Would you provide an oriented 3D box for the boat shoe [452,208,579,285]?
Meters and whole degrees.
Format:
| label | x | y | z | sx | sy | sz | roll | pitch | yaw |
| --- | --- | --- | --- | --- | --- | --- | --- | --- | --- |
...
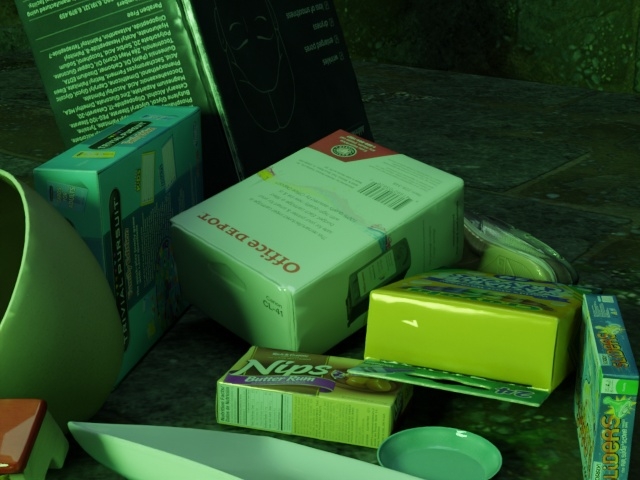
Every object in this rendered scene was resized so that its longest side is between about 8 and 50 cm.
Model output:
| label | x | y | z | sx | sy | sz | roll | pitch | yaw |
| --- | --- | --- | --- | --- | --- | --- | --- | --- | --- |
| boat shoe | 0.231 | 0.017 | 1.584 | 0.092 | 0.103 | 0.285 | -7 | 23 | -36 |

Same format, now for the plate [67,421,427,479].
| label | x | y | z | sx | sy | sz | roll | pitch | yaw |
| --- | --- | --- | --- | --- | --- | --- | --- | --- | --- |
| plate | -0.025 | 0.205 | 0.958 | 0.277 | 0.045 | 0.278 | 8 | -5 | 37 |

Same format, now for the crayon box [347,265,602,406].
| label | x | y | z | sx | sy | sz | roll | pitch | yaw |
| --- | --- | --- | --- | --- | --- | --- | --- | --- | --- |
| crayon box | 0.181 | 0.094 | 1.268 | 0.203 | 0.083 | 0.323 | 8 | 8 | 21 |

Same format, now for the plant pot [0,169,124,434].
| label | x | y | z | sx | sy | sz | roll | pitch | yaw |
| --- | --- | --- | --- | --- | --- | --- | --- | --- | --- |
| plant pot | -0.307 | 0.097 | 1.140 | 0.191 | 0.284 | 0.284 | 33 | -7 | -40 |

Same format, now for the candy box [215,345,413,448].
| label | x | y | z | sx | sy | sz | roll | pitch | yaw |
| --- | --- | --- | --- | --- | --- | --- | --- | --- | --- |
| candy box | -0.004 | 0.162 | 1.211 | 0.186 | 0.053 | 0.109 | 8 | 18 | 16 |

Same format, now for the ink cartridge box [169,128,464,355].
| label | x | y | z | sx | sy | sz | roll | pitch | yaw |
| --- | --- | --- | --- | --- | --- | --- | --- | --- | --- |
| ink cartridge box | 0.000 | 0.000 | 1.433 | 0.306 | 0.131 | 0.226 | -32 | 44 | -33 |

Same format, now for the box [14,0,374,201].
| label | x | y | z | sx | sy | sz | roll | pitch | yaw |
| --- | --- | --- | --- | --- | --- | --- | --- | --- | --- |
| box | -0.181 | -0.287 | 1.804 | 0.297 | 0.472 | 0.480 | -13 | 10 | 28 |

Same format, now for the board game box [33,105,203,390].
| label | x | y | z | sx | sy | sz | roll | pitch | yaw |
| --- | --- | --- | --- | --- | --- | --- | --- | --- | --- |
| board game box | -0.230 | -0.006 | 1.396 | 0.079 | 0.254 | 0.336 | 4 | 19 | 13 |

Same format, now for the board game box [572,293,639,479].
| label | x | y | z | sx | sy | sz | roll | pitch | yaw |
| --- | --- | --- | --- | --- | --- | --- | --- | --- | --- |
| board game box | 0.275 | 0.150 | 1.119 | 0.035 | 0.136 | 0.201 | 3 | 18 | 7 |

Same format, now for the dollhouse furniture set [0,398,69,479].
| label | x | y | z | sx | sy | sz | roll | pitch | yaw |
| --- | --- | --- | --- | --- | --- | --- | --- | --- | --- |
| dollhouse furniture set | -0.400 | 0.185 | 0.831 | 0.374 | 0.152 | 0.201 | -1 | 45 | 11 |

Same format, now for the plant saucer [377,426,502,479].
| label | x | y | z | sx | sy | sz | roll | pitch | yaw |
| --- | --- | --- | --- | --- | --- | --- | --- | --- | --- |
| plant saucer | 0.113 | 0.215 | 1.103 | 0.119 | 0.021 | 0.119 | 1 | 19 | 0 |
